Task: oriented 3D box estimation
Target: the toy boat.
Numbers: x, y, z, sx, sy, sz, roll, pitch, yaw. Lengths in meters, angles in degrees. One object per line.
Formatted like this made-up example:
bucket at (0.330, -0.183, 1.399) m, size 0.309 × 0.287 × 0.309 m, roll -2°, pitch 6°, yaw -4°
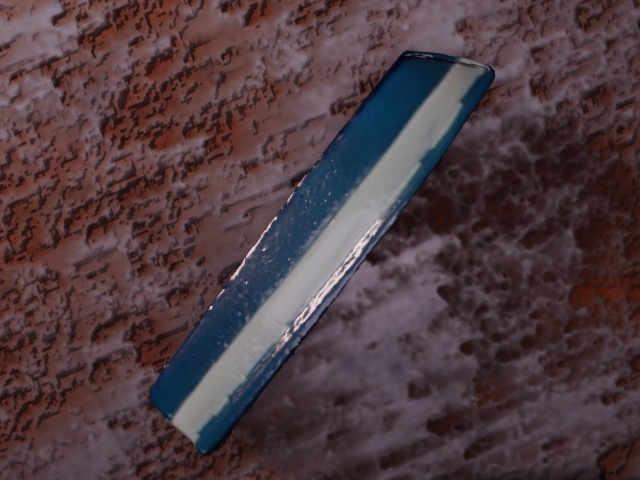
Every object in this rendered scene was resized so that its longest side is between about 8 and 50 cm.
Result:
toy boat at (0.000, 0.000, 0.798) m, size 0.061 × 0.096 × 0.299 m, roll 38°, pitch 95°, yaw 3°
